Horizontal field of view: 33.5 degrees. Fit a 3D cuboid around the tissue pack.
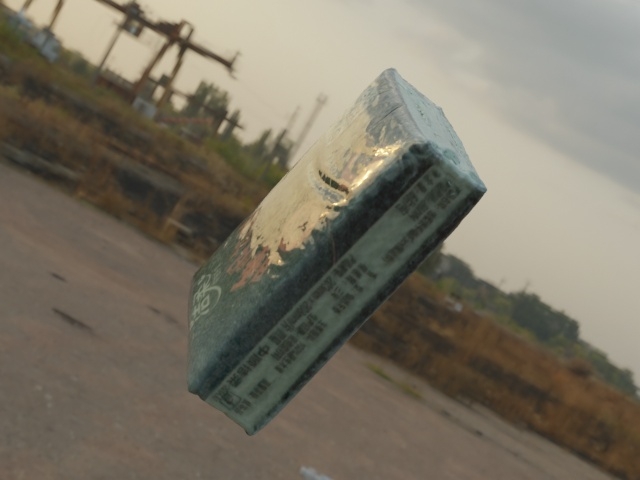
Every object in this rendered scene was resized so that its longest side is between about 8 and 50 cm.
[{"bbox_3d":[0.000,0.000,0.998,0.103,0.316,0.228,38,17,-18],"label":"tissue pack"}]
